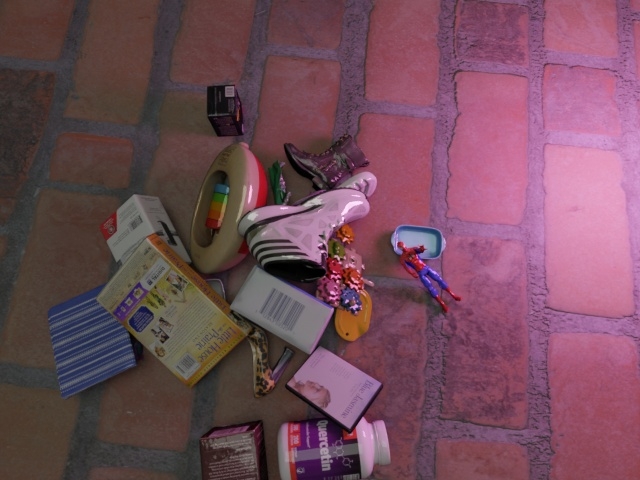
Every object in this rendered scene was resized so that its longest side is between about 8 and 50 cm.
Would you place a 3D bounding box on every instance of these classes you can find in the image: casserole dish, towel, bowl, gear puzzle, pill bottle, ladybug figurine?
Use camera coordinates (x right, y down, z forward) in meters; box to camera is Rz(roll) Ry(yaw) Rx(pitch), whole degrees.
[{"bbox_3d":[0.339,0.008,1.517,0.188,0.037,0.114,6,78,3],"label":"casserole dish"},{"bbox_3d":[-0.747,0.311,1.412,0.243,0.040,0.336,-25,61,-7],"label":"towel"},{"bbox_3d":[-0.389,0.208,1.469,0.142,0.053,0.142,-10,78,-2],"label":"bowl"},{"bbox_3d":[0.082,0.071,1.407,0.175,0.044,0.339,27,47,-22],"label":"gear puzzle"},{"bbox_3d":[0.038,0.626,1.304,0.322,0.181,0.182,-7,77,-1],"label":"pill bottle"},{"bbox_3d":[-0.295,-0.101,1.441,0.305,0.162,0.449,20,94,48],"label":"ladybug figurine"}]

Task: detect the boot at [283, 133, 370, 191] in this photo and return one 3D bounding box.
[{"bbox_3d":[0.022,-0.310,1.573,0.229,0.091,0.263,-44,90,-9],"label":"boot"}]

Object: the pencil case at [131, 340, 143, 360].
[{"bbox_3d":[-0.669,0.373,1.427,0.151,0.064,0.070,-7,115,-2],"label":"pencil case"}]

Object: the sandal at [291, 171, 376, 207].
[{"bbox_3d":[-0.001,-0.126,1.496,0.416,0.169,0.102,-26,60,-9],"label":"sandal"}]

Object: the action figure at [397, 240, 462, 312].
[{"bbox_3d":[0.353,0.110,1.423,0.091,0.139,0.280,-42,86,1],"label":"action figure"}]

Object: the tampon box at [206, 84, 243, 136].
[{"bbox_3d":[-0.341,-0.467,1.567,0.101,0.161,0.121,-3,78,-1],"label":"tampon box"}]

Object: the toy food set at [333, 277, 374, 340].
[{"bbox_3d":[0.102,0.225,1.460,0.128,0.071,0.218,15,79,-21],"label":"toy food set"}]

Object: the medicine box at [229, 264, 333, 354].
[{"bbox_3d":[-0.107,0.220,1.342,0.263,0.289,0.149,28,80,6],"label":"medicine box"}]

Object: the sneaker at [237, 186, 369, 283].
[{"bbox_3d":[-0.001,0.001,1.316,0.447,0.169,0.257,-16,58,-26],"label":"sneaker"}]

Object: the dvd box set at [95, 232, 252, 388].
[{"bbox_3d":[-0.459,0.226,1.350,0.420,0.062,0.307,44,111,-3],"label":"dvd box set"}]

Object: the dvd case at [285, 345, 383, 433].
[{"bbox_3d":[0.041,0.452,1.342,0.253,0.022,0.180,25,51,29],"label":"dvd case"}]

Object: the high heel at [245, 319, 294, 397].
[{"bbox_3d":[-0.237,0.375,1.405,0.261,0.093,0.186,35,73,-1],"label":"high heel"}]

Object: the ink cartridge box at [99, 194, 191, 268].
[{"bbox_3d":[-0.585,0.015,1.448,0.197,0.114,0.273,-35,77,20],"label":"ink cartridge box"}]

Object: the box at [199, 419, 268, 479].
[{"bbox_3d":[-0.256,0.670,1.303,0.168,0.167,0.203,-7,77,-2],"label":"box"}]

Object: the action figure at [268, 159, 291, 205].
[{"bbox_3d":[-0.137,-0.155,1.529,0.063,0.137,0.232,-6,85,-14],"label":"action figure"}]
